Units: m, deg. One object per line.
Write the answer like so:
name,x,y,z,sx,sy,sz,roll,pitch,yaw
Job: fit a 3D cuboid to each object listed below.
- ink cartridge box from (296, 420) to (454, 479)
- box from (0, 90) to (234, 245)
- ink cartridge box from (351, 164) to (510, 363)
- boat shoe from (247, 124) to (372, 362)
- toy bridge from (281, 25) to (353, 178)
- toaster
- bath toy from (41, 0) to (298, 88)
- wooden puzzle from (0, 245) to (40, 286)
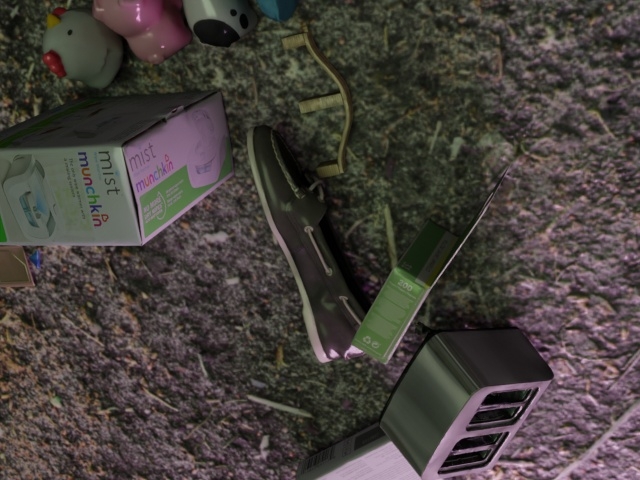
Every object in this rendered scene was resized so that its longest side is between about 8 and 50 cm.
ink cartridge box,0.108,0.366,1.352,0.189,0.066,0.232,-34,117,28
box,-0.267,-0.097,1.172,0.231,0.262,0.126,0,111,19
ink cartridge box,0.131,0.015,1.121,0.056,0.171,0.235,31,118,7
boat shoe,0.000,0.000,1.207,0.096,0.112,0.335,-15,110,11
toy bridge,0.005,-0.174,1.174,0.063,0.026,0.188,-9,107,20
toaster,0.174,0.194,1.165,0.110,0.186,0.168,51,126,41
bath toy,-0.207,-0.281,1.152,0.348,0.129,0.151,-15,105,25
wooden puzzle,-0.472,0.038,1.442,0.116,0.014,0.078,4,116,19
